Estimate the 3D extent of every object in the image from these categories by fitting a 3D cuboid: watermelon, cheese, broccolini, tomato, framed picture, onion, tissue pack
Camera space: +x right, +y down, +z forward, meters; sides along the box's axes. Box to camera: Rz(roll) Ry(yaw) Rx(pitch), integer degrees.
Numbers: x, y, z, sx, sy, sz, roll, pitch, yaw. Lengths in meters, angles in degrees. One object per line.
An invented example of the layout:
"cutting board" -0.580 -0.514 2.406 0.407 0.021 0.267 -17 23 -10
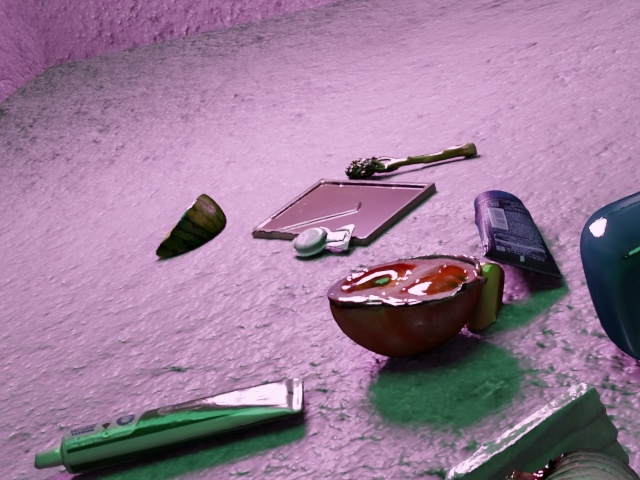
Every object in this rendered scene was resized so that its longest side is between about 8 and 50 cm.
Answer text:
"watermelon" -0.229 -0.026 2.554 0.092 0.075 0.181 -58 -6 37
"cheese" 0.000 0.000 2.300 0.120 0.026 0.067 -8 45 30
"broccolini" 0.167 -0.160 2.514 0.254 0.057 0.071 -14 43 18
"tomato" 0.131 0.097 1.877 0.228 0.112 0.199 1 22 38
"framed picture" 0.040 -0.056 2.427 0.289 0.016 0.213 4 32 44
"onion" 0.249 0.294 1.330 0.151 0.098 0.206 18 28 17
"tissue pack" 0.474 0.019 1.665 0.287 0.198 0.206 -19 21 5

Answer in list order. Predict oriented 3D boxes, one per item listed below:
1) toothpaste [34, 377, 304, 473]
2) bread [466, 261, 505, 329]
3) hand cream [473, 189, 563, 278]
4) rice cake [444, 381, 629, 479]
"toothpaste" -0.210 0.261 1.844 0.392 0.061 0.099 -14 22 4
"bread" 0.236 0.084 1.916 0.049 0.103 0.062 4 -14 21
"hand cream" 0.291 -0.009 2.028 0.120 0.061 0.270 16 19 -6
"rice cake" 0.234 0.249 1.443 0.211 0.124 0.038 -34 20 -21
